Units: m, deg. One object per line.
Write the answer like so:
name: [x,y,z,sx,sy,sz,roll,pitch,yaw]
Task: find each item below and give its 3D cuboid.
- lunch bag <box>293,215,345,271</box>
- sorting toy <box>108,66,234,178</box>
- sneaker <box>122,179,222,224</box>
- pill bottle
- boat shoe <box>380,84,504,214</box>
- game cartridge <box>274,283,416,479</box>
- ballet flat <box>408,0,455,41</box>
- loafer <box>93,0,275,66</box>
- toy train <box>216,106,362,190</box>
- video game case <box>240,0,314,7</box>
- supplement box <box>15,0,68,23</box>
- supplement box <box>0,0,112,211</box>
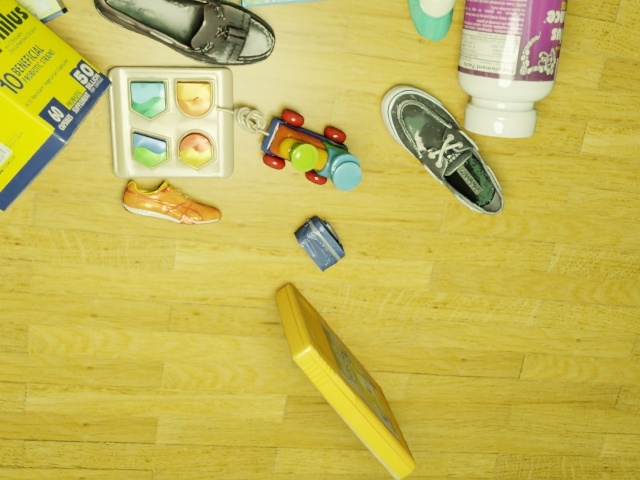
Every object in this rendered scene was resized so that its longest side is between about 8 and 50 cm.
lunch bag: [0.000,0.000,1.433,0.065,0.067,0.098,-37,111,3]
sorting toy: [-0.252,-0.198,1.327,0.208,0.038,0.193,-2,110,-11]
sneaker: [-0.257,-0.067,1.362,0.175,0.064,0.067,12,97,-18]
pill bottle: [0.324,-0.335,1.319,0.169,0.169,0.301,-1,110,-11]
boat shoe: [0.228,-0.157,1.401,0.108,0.102,0.301,-41,112,5]
game cartridge: [0.039,0.244,1.412,0.053,0.285,0.323,-35,113,4]
ballet flat: [0.191,-0.454,1.294,0.083,0.087,0.247,-10,112,-10]
loafer: [-0.216,-0.348,1.247,0.303,0.095,0.109,14,105,-15]
toy train: [-0.052,-0.158,1.309,0.248,0.143,0.105,18,105,-26]
video game case: [-0.054,-0.451,1.271,0.166,0.015,0.119,-10,108,-16]
supplement box: [-0.456,-0.377,1.211,0.083,0.056,0.083,-26,113,-1]
supplement box: [-0.528,-0.252,1.136,0.356,0.194,0.195,40,124,-21]
